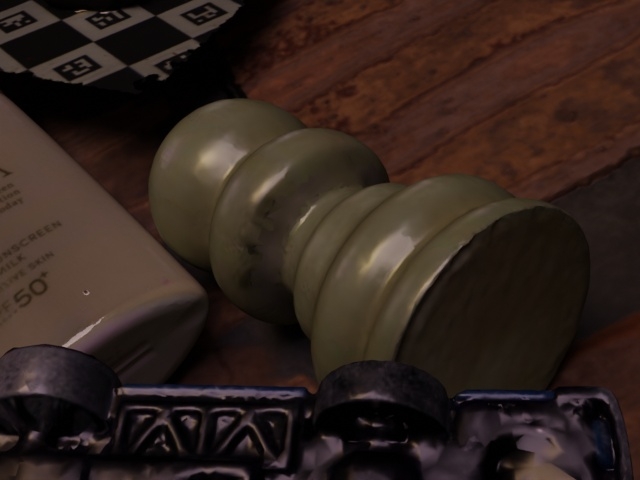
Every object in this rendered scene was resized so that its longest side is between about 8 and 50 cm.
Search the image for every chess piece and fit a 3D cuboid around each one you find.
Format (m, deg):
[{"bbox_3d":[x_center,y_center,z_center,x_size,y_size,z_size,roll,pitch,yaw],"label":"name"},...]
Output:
[{"bbox_3d":[0.000,0.000,0.630,0.144,0.144,0.251,-43,48,-18],"label":"chess piece"}]

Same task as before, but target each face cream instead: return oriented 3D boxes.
[{"bbox_3d":[-0.227,-0.004,0.733,0.173,0.081,0.348,-39,51,-13],"label":"face cream"}]

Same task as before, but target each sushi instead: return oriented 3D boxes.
[{"bbox_3d":[-0.159,-0.214,0.854,0.264,0.050,0.290,13,43,26],"label":"sushi"}]

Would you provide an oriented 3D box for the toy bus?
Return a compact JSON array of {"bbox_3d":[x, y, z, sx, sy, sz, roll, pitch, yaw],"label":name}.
[{"bbox_3d":[-0.026,0.144,0.468,0.287,0.175,0.138,0,53,8],"label":"toy bus"}]
